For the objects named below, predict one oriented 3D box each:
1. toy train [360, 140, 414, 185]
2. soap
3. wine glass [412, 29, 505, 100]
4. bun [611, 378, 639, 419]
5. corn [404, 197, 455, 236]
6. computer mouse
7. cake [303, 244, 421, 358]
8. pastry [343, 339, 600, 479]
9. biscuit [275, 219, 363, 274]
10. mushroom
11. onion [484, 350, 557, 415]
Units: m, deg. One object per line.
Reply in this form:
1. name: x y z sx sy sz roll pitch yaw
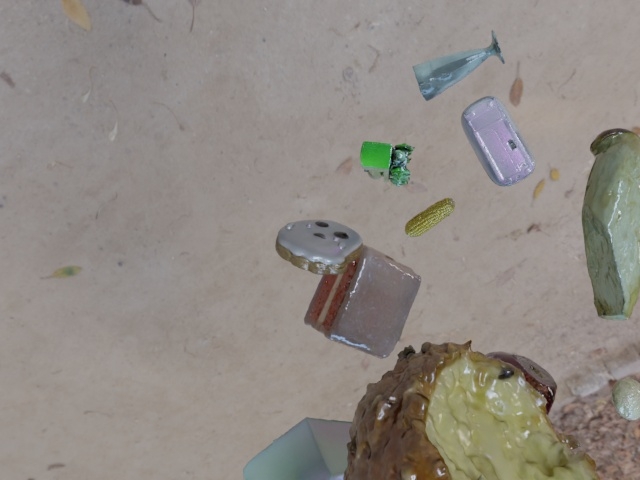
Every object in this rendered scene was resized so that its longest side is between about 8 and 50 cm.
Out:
1. toy train: 0.159 -0.181 1.113 0.119 0.251 0.084 7 90 7
2. soap: 0.076 0.550 1.006 0.261 0.156 0.446 -40 126 5
3. wine glass: 0.258 -0.324 0.868 0.155 0.073 0.073 -17 136 27
4. bun: 0.890 0.453 1.327 0.115 0.115 0.069 20 153 -28
5. corn: 0.362 -0.073 1.556 0.067 0.067 0.206 24 138 -30
6. computer mouse: 0.473 -0.264 1.241 0.126 0.245 0.056 -30 175 19
7. cake: 0.124 0.170 1.399 0.230 0.237 0.308 23 87 -26
8. pastry: 0.160 0.335 0.521 0.293 0.405 0.337 12 117 -15
9. biscuit: 0.000 0.000 0.995 0.181 0.208 0.049 22 120 22
10. mushroom: 0.490 -0.038 0.775 0.107 0.333 0.087 22 162 -11
11. onion: 0.624 0.511 1.576 0.260 0.337 0.281 36 122 14
